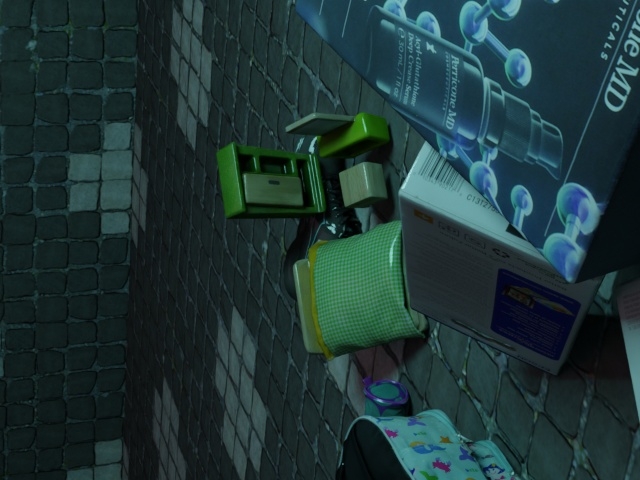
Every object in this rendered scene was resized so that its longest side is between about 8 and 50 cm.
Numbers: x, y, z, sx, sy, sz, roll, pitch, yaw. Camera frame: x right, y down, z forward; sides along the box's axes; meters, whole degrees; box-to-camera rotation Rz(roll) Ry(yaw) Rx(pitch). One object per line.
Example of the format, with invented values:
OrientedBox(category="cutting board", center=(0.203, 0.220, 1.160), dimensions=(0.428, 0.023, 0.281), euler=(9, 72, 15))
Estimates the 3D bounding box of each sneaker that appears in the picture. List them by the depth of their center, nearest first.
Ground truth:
OrientedBox(category="sneaker", center=(0.016, -0.039, 1.837), dimensions=(0.106, 0.101, 0.267), euler=(5, 94, 43))

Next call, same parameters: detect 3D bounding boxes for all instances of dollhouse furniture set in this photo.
OrientedBox(category="dollhouse furniture set", center=(0.000, 0.000, 1.668), dimensions=(0.198, 0.151, 0.301), euler=(-22, 73, 45))

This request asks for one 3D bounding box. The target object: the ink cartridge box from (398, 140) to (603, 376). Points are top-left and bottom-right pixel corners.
OrientedBox(category="ink cartridge box", center=(0.166, 0.030, 1.175), dimensions=(0.069, 0.176, 0.371), euler=(-61, -13, -15))

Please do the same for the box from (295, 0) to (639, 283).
OrientedBox(category="box", center=(0.187, -0.215, 0.982), dimensions=(0.395, 0.212, 0.293), euler=(49, 141, 36))

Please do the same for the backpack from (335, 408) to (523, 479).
OrientedBox(category="backpack", center=(0.119, 0.315, 1.437), dimensions=(0.253, 0.191, 0.225), euler=(46, 135, 50))

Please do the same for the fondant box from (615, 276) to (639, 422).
OrientedBox(category="fondant box", center=(0.344, 0.166, 0.925), dimensions=(0.238, 0.096, 0.330), euler=(146, 119, -67))

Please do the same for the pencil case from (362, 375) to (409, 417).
OrientedBox(category="pencil case", center=(0.081, 0.263, 1.720), dimensions=(0.070, 0.065, 0.151), euler=(28, 123, 38))
